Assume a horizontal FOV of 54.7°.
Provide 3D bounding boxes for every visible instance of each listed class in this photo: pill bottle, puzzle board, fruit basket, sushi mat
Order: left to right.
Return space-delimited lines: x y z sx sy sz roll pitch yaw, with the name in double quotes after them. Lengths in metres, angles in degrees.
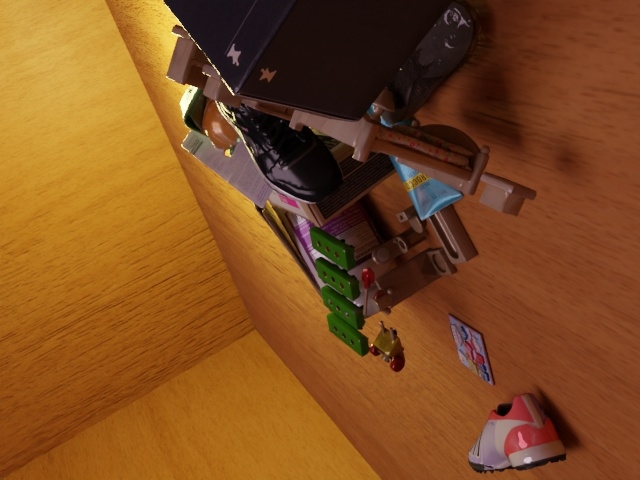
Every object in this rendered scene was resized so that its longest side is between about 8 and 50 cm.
-0.102 -0.258 1.117 0.166 0.326 0.353 21 -170 -46 "fruit basket"
-0.061 0.015 1.327 0.316 0.019 0.151 56 -175 -34 "sushi mat"
0.044 0.013 1.279 0.301 0.169 0.169 60 163 3 "pill bottle"
0.284 0.208 1.176 0.096 0.011 0.128 33 148 57 "puzzle board"

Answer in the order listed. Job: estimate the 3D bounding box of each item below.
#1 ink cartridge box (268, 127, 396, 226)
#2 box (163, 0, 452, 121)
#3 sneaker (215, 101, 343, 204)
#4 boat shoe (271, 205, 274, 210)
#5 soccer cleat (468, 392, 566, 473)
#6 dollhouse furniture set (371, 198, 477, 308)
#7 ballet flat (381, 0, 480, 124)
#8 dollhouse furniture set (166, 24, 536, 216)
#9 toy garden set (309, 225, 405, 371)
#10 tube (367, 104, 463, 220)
0.007 -0.131 1.094 0.088 0.193 0.235 60 164 -25 "ink cartridge box"
-0.004 -0.336 0.526 0.343 0.179 0.312 -50 62 28 "box"
-0.082 -0.170 0.922 0.283 0.107 0.124 47 177 16 "sneaker"
0.000 0.000 1.463 0.342 0.123 0.123 51 161 30 "boat shoe"
0.342 0.358 1.132 0.318 0.109 0.116 100 159 -68 "soccer cleat"
0.159 0.022 1.035 0.144 0.123 0.151 61 163 -3 "dollhouse furniture set"
0.142 -0.230 0.808 0.084 0.058 0.250 58 158 8 "ballet flat"
0.045 -0.189 0.699 0.356 0.303 0.173 34 109 47 "dollhouse furniture set"
0.075 0.107 1.116 0.204 0.049 0.244 32 141 47 "toy garden set"
0.137 -0.137 0.961 0.080 0.052 0.207 -32 88 42 "tube"
